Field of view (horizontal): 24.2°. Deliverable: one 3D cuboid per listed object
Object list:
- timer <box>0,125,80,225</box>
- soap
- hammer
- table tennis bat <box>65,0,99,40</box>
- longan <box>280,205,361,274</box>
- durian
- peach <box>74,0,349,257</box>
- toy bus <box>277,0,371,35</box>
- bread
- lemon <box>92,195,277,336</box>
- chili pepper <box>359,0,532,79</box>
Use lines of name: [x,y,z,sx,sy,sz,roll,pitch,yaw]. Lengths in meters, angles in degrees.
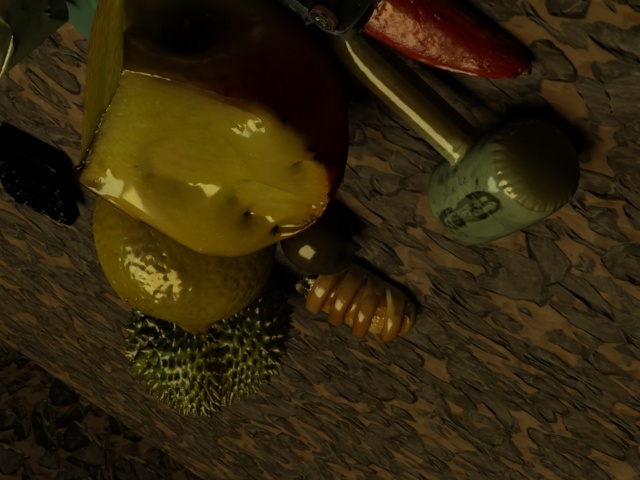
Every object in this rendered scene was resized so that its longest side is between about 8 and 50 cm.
timer: [-0.471,-0.109,2.481,0.144,0.055,0.187,25,153,13]
soap: [-0.421,-0.329,1.793,0.199,0.138,0.182,37,159,16]
hammer: [0.118,-0.126,1.569,0.305,0.113,0.202,42,155,-8]
table tennis bat: [-0.269,-0.285,1.843,0.153,0.040,0.244,31,162,13]
longan: [0.000,0.000,2.002,0.113,0.092,0.113,18,146,12]
durian: [-0.182,0.136,2.325,0.224,0.291,0.291,40,158,-27]
peach: [-0.115,-0.149,1.655,0.306,0.242,0.380,12,148,-9]
toy bus: [-0.026,-0.272,1.490,0.167,0.073,0.076,38,166,-1]
bread: [0.051,0.086,2.133,0.177,0.084,0.119,28,159,2]
lemon: [-0.178,-0.018,1.984,0.267,0.267,0.267,28,158,12]
chili pepper: [0.131,-0.201,1.454,0.169,0.065,0.088,27,133,-4]
